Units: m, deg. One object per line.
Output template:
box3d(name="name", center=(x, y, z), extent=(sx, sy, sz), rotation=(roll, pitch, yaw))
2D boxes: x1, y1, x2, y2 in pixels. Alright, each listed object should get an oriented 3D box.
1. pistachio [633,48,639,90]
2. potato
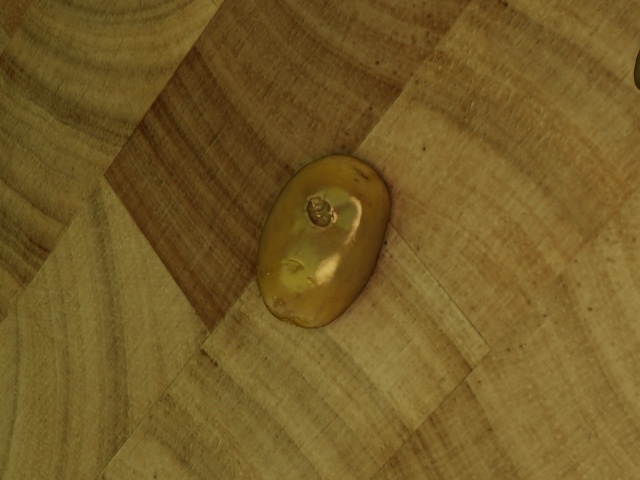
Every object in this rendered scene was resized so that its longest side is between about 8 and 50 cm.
box3d(name="pistachio", center=(0.403, -0.212, 1.466), extent=(0.149, 0.113, 0.113), rotation=(-46, 62, 35))
box3d(name="potato", center=(0.000, 0.000, 1.751), extent=(0.150, 0.146, 0.234), rotation=(25, 91, -9))
